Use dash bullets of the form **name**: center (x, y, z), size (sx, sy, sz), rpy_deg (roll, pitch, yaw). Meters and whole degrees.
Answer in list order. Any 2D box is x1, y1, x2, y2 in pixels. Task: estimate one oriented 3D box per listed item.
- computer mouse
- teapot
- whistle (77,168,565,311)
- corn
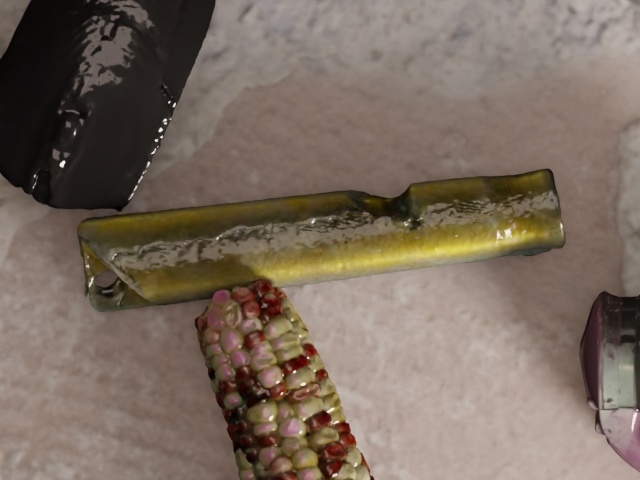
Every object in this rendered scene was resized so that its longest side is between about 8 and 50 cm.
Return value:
- **computer mouse**: center (-0.145, -0.125, 1.308), size (0.122, 0.073, 0.217), rpy_deg (25, 87, 1)
- **teapot**: center (0.246, 0.084, 1.292), size (0.146, 0.148, 0.116), rpy_deg (1, 49, 11)
- **whistle**: center (0.000, 0.000, 1.306), size (0.326, 0.057, 0.068), rpy_deg (-7, 108, 1)
- **corn**: center (-0.006, 0.162, 1.284), size (0.092, 0.092, 0.281), rpy_deg (-21, 82, -2)
